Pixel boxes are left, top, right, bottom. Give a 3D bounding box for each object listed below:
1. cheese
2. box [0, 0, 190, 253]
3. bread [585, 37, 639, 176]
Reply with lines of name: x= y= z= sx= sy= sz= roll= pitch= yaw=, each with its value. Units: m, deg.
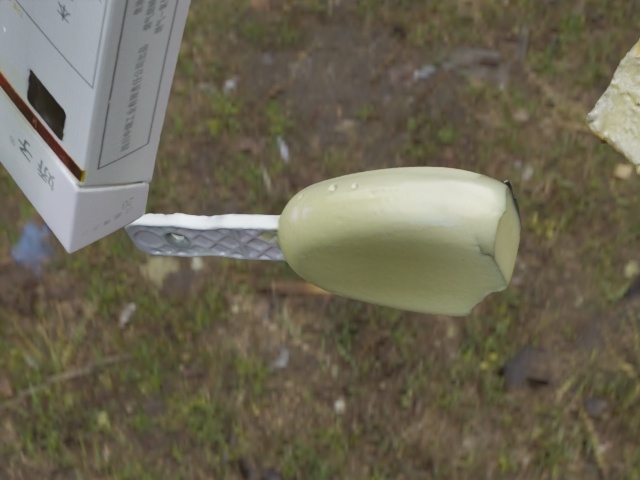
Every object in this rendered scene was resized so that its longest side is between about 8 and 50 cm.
cheese: x=0.000 y=0.000 z=1.057 sx=0.255 sy=0.127 sz=0.050 roll=2 pitch=60 yaw=20
box: x=-0.084 y=-0.074 z=0.559 sx=0.040 sy=0.154 sz=0.084 roll=-30 pitch=68 yaw=-31
bread: x=0.391 y=-0.096 z=1.596 sx=0.246 sy=0.111 sz=0.239 roll=41 pitch=31 yaw=10
